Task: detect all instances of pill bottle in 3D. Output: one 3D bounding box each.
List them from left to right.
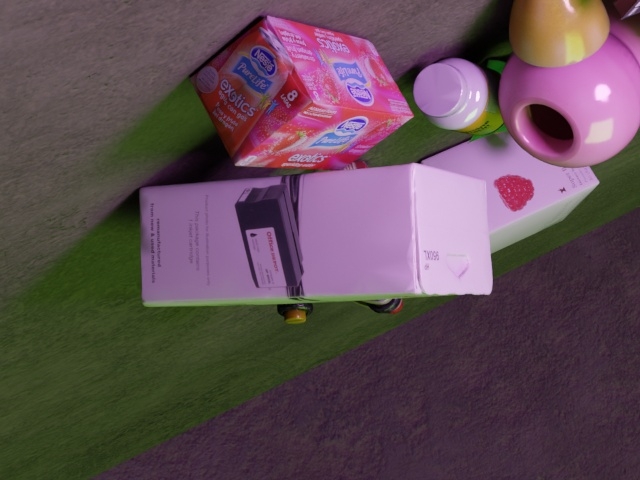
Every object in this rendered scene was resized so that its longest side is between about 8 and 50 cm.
[{"bbox_3d":[0.202,-0.207,1.810,0.103,0.103,0.184,-36,164,23],"label":"pill bottle"}]

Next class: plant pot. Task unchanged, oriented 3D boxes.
[{"bbox_3d":[0.308,-0.309,1.658,0.134,0.134,0.095,-29,139,-3],"label":"plant pot"}]

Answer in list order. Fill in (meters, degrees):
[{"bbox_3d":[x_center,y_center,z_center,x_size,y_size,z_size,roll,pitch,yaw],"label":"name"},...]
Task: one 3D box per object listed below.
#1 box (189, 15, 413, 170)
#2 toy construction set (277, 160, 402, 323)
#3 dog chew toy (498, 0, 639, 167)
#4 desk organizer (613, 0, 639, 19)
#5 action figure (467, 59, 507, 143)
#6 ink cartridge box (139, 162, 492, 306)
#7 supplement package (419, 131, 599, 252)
[{"bbox_3d":[-0.016,-0.167,1.485,0.128,0.122,0.257,-36,164,25],"label":"box"},{"bbox_3d":[0.010,0.014,2.068,0.237,0.257,0.309,-16,180,16],"label":"toy construction set"},{"bbox_3d":[0.397,-0.254,1.803,0.332,0.207,0.206,-48,178,-32],"label":"dog chew toy"},{"bbox_3d":[0.396,-0.326,1.510,0.047,0.050,0.130,-23,165,-26],"label":"desk organizer"},{"bbox_3d":[0.338,-0.220,1.974,0.232,0.063,0.137,-2,123,-26],"label":"action figure"},{"bbox_3d":[0.000,0.000,1.682,0.395,0.166,0.285,-3,178,25],"label":"ink cartridge box"},{"bbox_3d":[0.319,-0.089,2.293,0.293,0.177,0.175,-24,165,-22],"label":"supplement package"}]
